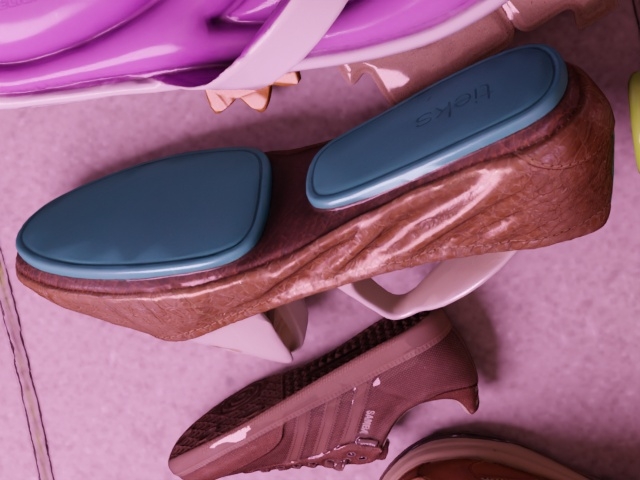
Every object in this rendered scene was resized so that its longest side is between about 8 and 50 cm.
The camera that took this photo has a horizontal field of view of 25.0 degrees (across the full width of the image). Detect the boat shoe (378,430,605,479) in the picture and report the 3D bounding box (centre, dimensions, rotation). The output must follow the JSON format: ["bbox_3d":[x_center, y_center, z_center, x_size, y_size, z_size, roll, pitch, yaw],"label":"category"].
[{"bbox_3d":[0.182,0.199,0.791,0.324,0.120,0.123,10,105,7],"label":"boat shoe"}]

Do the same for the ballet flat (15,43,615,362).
[{"bbox_3d":[0.000,0.000,0.782,0.342,0.116,0.124,-18,126,19],"label":"ballet flat"}]

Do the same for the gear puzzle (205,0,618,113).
[{"bbox_3d":[0.061,-0.168,0.768,0.339,0.044,0.175,-32,98,18],"label":"gear puzzle"}]

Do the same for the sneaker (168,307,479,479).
[{"bbox_3d":[0.002,0.107,0.827,0.188,0.066,0.071,-28,103,16],"label":"sneaker"}]

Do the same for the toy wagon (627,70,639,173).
[{"bbox_3d":[0.288,-0.052,0.700,0.267,0.068,0.344,-6,121,14],"label":"toy wagon"}]

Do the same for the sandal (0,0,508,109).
[{"bbox_3d":[-0.041,-0.149,0.714,0.416,0.102,0.169,-19,102,16],"label":"sandal"}]
